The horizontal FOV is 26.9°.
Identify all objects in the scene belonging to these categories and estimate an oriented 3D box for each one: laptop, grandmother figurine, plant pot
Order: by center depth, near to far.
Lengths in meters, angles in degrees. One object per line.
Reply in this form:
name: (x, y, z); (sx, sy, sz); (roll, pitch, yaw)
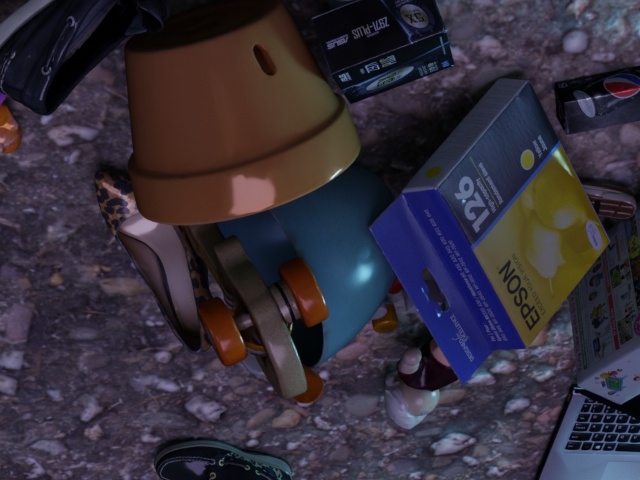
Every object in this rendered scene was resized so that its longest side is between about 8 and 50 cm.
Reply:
plant pot: (-0.116, -0.171, 1.634); (0.291, 0.291, 0.203); (-15, 113, 3)
plant pot: (0.000, 0.000, 1.800); (0.195, 0.290, 0.290); (-28, 133, -22)
grandmother figurine: (0.198, 0.170, 2.029); (0.207, 0.104, 0.342); (0, 141, -36)
laptop: (0.603, 0.360, 2.184); (0.382, 0.236, 0.408); (4, 127, -12)

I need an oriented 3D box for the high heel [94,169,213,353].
high heel: (-0.220, 0.030, 1.814); (0.093, 0.186, 0.261); (-29, 127, 13)

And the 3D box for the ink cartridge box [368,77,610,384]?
ink cartridge box: (0.239, -0.008, 1.806); (0.307, 0.072, 0.304); (-50, 125, -26)

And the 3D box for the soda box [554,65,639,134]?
soda box: (0.409, -0.196, 1.828); (0.169, 0.053, 0.060); (-12, 129, -1)

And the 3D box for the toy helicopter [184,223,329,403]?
toy helicopter: (-0.099, 0.071, 1.723); (0.140, 0.355, 0.235); (-26, 133, -9)

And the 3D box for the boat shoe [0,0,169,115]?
boat shoe: (-0.233, -0.273, 1.543); (0.340, 0.113, 0.127); (-41, 162, -13)

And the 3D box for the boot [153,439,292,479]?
boot: (-0.146, 0.416, 2.137); (0.236, 0.179, 0.085); (13, 125, -20)

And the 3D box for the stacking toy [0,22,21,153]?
stacking toy: (-0.435, -0.211, 1.633); (0.165, 0.175, 0.302); (-13, 143, 3)

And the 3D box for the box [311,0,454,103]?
box: (0.081, -0.244, 1.655); (0.147, 0.078, 0.180); (-20, 172, 6)

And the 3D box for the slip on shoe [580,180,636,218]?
slip on shoe: (0.390, -0.067, 1.937); (0.135, 0.041, 0.051); (9, 135, 7)

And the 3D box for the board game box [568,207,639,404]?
board game box: (0.487, 0.063, 1.891); (0.097, 0.224, 0.303); (24, 138, -27)

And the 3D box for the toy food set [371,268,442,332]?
toy food set: (0.129, 0.037, 1.960); (0.111, 0.104, 0.232); (10, 145, -34)
